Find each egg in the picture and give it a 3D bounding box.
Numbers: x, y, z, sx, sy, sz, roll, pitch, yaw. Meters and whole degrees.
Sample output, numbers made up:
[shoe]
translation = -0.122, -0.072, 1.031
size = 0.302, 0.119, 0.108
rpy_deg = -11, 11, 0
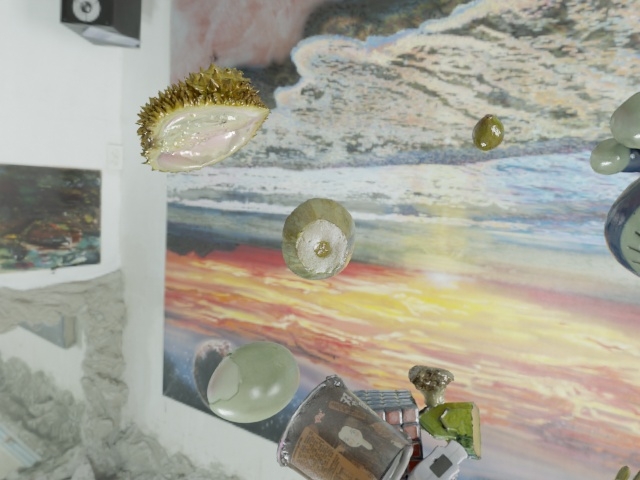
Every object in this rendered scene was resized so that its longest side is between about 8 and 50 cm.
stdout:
[egg]
translation = -0.255, 0.520, 1.813
size = 0.336, 0.278, 0.278
rpy_deg = -9, -166, -39

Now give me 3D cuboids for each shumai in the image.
[shumai]
translation = 0.334, 0.441, 1.498
size = 0.145, 0.116, 0.145
rpy_deg = 8, 169, 2

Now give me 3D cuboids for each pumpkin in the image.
[pumpkin]
translation = 0.012, 0.008, 1.231
size = 0.217, 0.217, 0.110
rpy_deg = 1, -166, -23

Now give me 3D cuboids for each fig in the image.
[fig]
translation = 0.387, -0.253, 1.141
size = 0.074, 0.088, 0.074
rpy_deg = -6, -132, 6

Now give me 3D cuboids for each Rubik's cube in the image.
[Rubik's cube]
translation = 0.162, 0.562, 1.404
size = 0.237, 0.238, 0.237
rpy_deg = -3, 176, 4

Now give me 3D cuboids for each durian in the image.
[durian]
translation = -0.227, -0.222, 0.907
size = 0.250, 0.138, 0.183
rpy_deg = -28, 177, -3

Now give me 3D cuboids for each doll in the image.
[doll]
translation = 0.406, -0.047, 0.519
size = 0.228, 0.258, 0.154
rpy_deg = 9, -142, 27

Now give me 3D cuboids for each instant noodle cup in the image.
[instant noodle cup]
translation = 0.056, 0.419, 0.995
size = 0.207, 0.217, 0.217
rpy_deg = 29, -161, 30

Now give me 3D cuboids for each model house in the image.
[model house]
translation = 0.402, 0.609, 1.600
size = 0.211, 0.170, 0.194
rpy_deg = -4, 156, 22

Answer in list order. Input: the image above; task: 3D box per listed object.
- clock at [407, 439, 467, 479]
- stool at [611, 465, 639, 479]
[clock]
translation = 0.286, 0.591, 1.241
size = 0.176, 0.117, 0.080
rpy_deg = -31, -127, -27
[stool]
translation = 0.789, 0.625, 1.226
size = 0.110, 0.135, 0.134
rpy_deg = -18, -159, -26
